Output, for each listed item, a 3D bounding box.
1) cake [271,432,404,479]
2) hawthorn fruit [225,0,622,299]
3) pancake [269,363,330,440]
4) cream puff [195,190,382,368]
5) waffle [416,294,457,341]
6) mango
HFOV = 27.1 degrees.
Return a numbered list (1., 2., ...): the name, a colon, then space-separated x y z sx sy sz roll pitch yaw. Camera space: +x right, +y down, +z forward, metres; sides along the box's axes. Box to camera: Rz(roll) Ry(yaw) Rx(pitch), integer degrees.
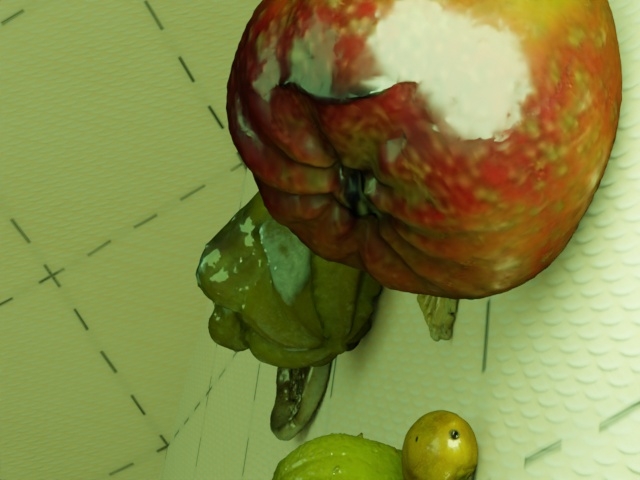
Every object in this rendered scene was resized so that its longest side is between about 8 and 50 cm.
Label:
1. cake: 0.015 0.368 1.666 0.156 0.179 0.260 -91 19 -54
2. hawthorn fruit: 0.116 -0.158 1.346 0.403 0.403 0.402 -167 90 -79
3. pancake: -0.033 0.232 2.410 0.282 0.049 0.282 -165 90 -76
4. cream puff: -0.026 0.053 2.113 0.378 0.275 0.378 -51 -4 -5
5. waffle: 0.169 0.019 1.685 0.125 0.032 0.191 -99 23 -66
6. mango: 0.133 0.245 1.510 0.190 0.075 0.098 108 167 -67
